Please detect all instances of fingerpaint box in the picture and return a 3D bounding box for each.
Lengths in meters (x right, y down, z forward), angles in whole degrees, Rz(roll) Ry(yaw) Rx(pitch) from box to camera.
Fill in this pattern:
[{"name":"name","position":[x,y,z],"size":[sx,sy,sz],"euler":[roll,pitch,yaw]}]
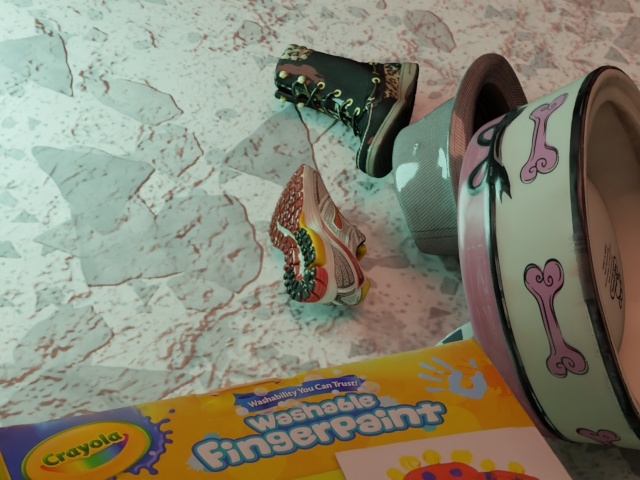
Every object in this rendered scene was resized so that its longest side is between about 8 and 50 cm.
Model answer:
[{"name":"fingerpaint box","position":[-0.003,0.287,1.467],"size":[0.444,0.163,0.371],"euler":[-10,42,-23]}]

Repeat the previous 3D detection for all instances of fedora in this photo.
[{"name":"fedora","position":[0.164,-0.081,2.180],"size":[0.124,0.244,0.275],"euler":[-8,45,24]}]

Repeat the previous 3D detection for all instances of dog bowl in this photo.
[{"name":"dog bowl","position":[0.273,0.029,1.936],"size":[0.150,0.408,0.408],"euler":[-11,36,24]}]

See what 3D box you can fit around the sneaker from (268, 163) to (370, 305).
[{"name":"sneaker","position":[0.000,0.000,2.142],"size":[0.092,0.088,0.225],"euler":[16,38,-24]}]

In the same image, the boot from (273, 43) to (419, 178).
[{"name":"boot","position":[0.022,-0.166,2.317],"size":[0.178,0.085,0.236],"euler":[13,35,7]}]

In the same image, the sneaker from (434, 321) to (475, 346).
[{"name":"sneaker","position":[0.155,0.178,1.949],"size":[0.235,0.094,0.153],"euler":[-16,49,-25]}]
